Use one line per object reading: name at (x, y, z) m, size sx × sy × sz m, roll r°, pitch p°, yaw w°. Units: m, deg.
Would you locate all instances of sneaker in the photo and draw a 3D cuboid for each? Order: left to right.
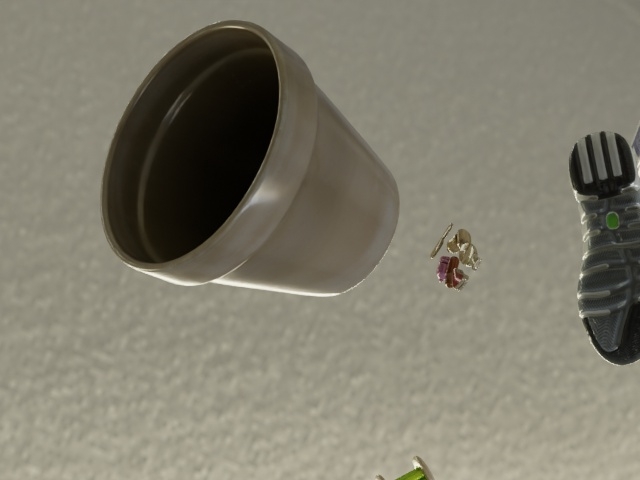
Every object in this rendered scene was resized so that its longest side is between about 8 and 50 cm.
sneaker at (0.297, 0.017, 1.758) m, size 0.086 × 0.228 × 0.132 m, roll -7°, pitch 164°, yaw 17°

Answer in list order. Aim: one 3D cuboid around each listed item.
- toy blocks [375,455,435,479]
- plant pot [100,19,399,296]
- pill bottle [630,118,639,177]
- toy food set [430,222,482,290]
toy blocks at (0.075, 0.333, 2.074) m, size 0.148 × 0.123 × 0.054 m, roll -28°, pitch -176°, yaw -12°
plant pot at (-0.063, -0.068, 2.220) m, size 0.280 × 0.323 × 0.323 m, roll 27°, pitch -159°, yaw -40°
pill bottle at (0.428, -0.140, 2.154) m, size 0.094 × 0.169 × 0.094 m, roll 1°, pitch -118°, yaw -2°
toy food set at (0.180, 0.029, 2.378) m, size 0.019 × 0.078 × 0.122 m, roll 24°, pitch -160°, yaw -22°
